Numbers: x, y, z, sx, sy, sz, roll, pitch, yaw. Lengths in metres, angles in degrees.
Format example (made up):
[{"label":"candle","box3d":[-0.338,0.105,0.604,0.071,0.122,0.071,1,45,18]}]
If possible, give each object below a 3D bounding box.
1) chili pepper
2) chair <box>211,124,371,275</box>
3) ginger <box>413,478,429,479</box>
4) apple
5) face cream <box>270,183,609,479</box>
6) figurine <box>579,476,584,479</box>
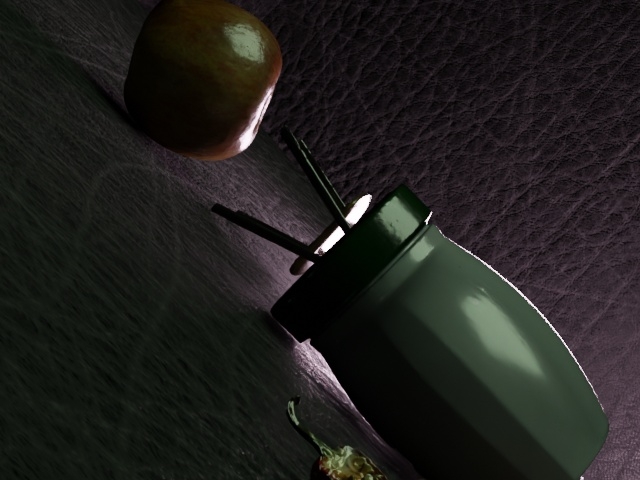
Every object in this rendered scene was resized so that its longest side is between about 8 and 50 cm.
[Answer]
[{"label":"chili pepper","box3d":[0.051,0.225,1.367,0.268,0.050,0.059,50,25,17]},{"label":"chair","box3d":[0.000,0.000,2.322,0.247,0.172,0.159,41,2,7]},{"label":"ginger","box3d":[0.190,0.326,1.695,0.294,0.086,0.131,38,17,-7]},{"label":"apple","box3d":[-0.153,-0.210,2.327,0.188,0.211,0.211,20,4,1]},{"label":"face cream","box3d":[0.140,0.131,1.985,0.357,0.219,0.312,46,5,0]},{"label":"figurine","box3d":[0.230,0.257,2.325,0.265,0.140,0.193,24,25,-3]}]
